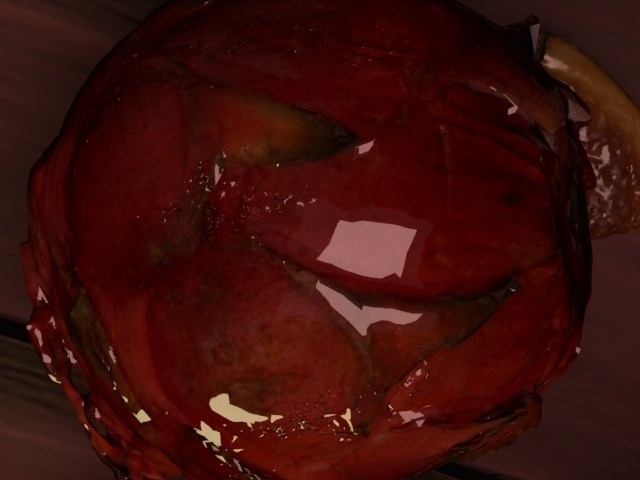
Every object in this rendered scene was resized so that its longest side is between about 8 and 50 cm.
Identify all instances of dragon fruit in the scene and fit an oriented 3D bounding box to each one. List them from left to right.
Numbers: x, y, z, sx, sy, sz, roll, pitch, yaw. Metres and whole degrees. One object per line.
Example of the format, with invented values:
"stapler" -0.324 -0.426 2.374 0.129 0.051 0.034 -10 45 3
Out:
"dragon fruit" 0.000 0.000 0.925 0.302 0.295 0.295 -4 105 16

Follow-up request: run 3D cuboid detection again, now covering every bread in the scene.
"bread" 0.147 -0.063 1.059 0.154 0.054 0.136 -12 106 -12
